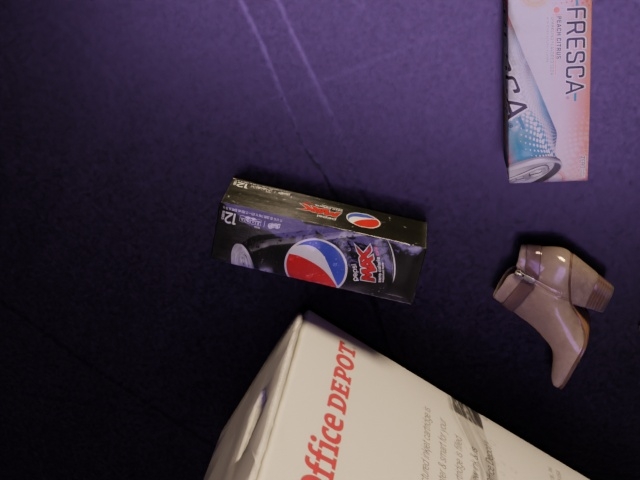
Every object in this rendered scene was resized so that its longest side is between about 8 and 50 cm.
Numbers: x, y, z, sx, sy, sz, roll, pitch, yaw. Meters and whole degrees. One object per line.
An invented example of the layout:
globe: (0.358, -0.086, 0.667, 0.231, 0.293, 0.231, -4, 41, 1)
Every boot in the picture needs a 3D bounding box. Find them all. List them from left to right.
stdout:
boot: (0.186, 0.059, 0.889, 0.087, 0.042, 0.118, 21, 112, 4)

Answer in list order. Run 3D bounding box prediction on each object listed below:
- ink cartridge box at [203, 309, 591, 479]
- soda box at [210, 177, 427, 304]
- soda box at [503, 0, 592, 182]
ink cartridge box: (0.093, 0.267, 0.848, 0.395, 0.285, 0.166, 32, 113, -6)
soda box: (0.000, 0.000, 0.871, 0.168, 0.060, 0.053, 13, 114, 1)
soda box: (0.168, -0.137, 0.797, 0.063, 0.058, 0.183, -2, 111, 7)
